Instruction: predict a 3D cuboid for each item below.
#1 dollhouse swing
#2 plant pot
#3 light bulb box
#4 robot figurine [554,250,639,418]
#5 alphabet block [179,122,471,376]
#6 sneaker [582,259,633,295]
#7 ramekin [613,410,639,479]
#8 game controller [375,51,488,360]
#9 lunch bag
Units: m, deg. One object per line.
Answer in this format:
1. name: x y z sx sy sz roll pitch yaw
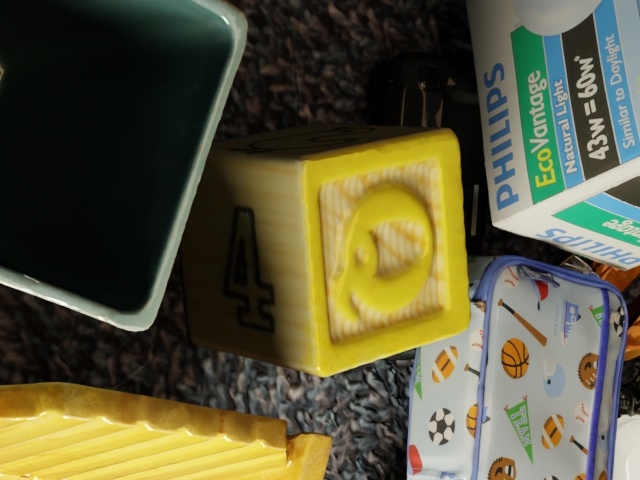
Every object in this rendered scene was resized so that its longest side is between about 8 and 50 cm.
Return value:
1. dollhouse swing: -0.207 0.301 1.136 0.347 0.315 0.305 17 64 -40
2. plant pot: -0.249 -0.098 1.062 0.247 0.252 0.248 24 80 -38
3. light bulb box: 0.347 -0.206 1.410 0.225 0.361 0.358 16 58 -39
4. robot figurine: 0.334 0.071 1.644 0.291 0.085 0.211 -45 109 -11
5. alphabet block: 0.000 0.000 1.319 0.192 0.197 0.193 -16 105 -38
6. sneaker: 0.363 -0.003 1.718 0.061 0.053 0.152 47 67 -30
7. ramekin: 0.405 0.291 1.696 0.109 0.207 0.207 -12 103 -48
8. game controller: 0.115 -0.034 1.512 0.166 0.067 0.319 -1 96 -54
9. lunch bag: 0.209 0.160 1.465 0.243 0.115 0.303 17 78 -36
